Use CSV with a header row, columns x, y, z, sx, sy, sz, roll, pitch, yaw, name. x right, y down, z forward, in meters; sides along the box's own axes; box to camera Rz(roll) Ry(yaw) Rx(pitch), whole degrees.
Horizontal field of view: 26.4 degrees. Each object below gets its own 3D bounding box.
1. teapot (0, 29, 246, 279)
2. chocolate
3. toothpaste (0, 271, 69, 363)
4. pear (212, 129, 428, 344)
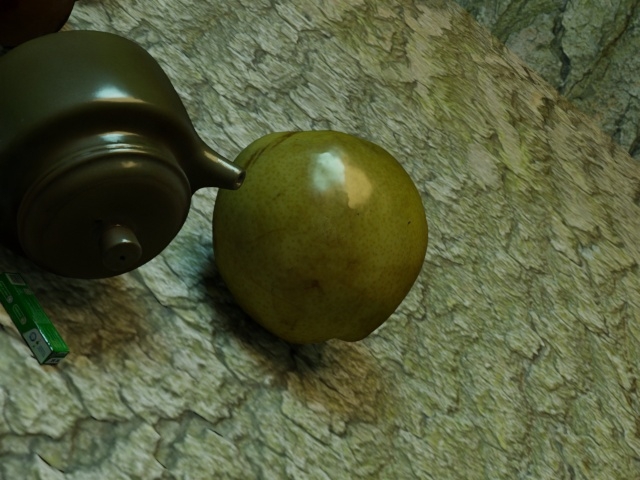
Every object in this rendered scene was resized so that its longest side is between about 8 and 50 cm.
x,y,z,sx,sy,sz,roll,pitch,yaw,name
-0.195,-0.046,1.088,0.268,0.185,0.175,-13,48,-18,teapot
-0.300,-0.254,1.368,0.124,0.127,0.133,14,-5,38,chocolate
-0.224,0.059,1.049,0.083,0.017,0.020,52,21,25,toothpaste
0.000,0.000,1.297,0.209,0.209,0.209,35,23,-17,pear
